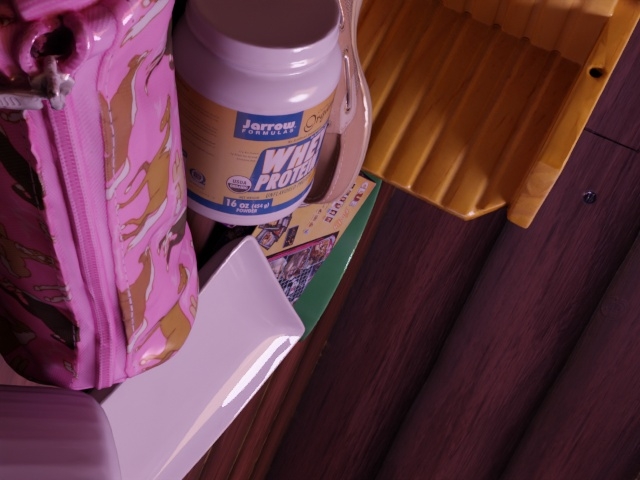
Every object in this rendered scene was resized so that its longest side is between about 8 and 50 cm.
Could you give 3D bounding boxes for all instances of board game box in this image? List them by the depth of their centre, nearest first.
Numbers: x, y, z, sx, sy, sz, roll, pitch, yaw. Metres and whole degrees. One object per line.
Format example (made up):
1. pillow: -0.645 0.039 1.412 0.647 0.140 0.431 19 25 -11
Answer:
1. board game box: -0.049 -0.005 1.169 0.165 0.042 0.243 19 109 -53

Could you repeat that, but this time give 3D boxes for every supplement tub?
1. supplement tub: -0.061 -0.126 0.782 0.144 0.144 0.200 -55 167 -40

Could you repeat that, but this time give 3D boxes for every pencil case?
1. pencil case: -0.143 -0.053 0.509 0.167 0.160 0.386 -58 170 -31

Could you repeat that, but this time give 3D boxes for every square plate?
1. square plate: -0.168 0.175 1.071 0.344 0.049 0.347 -49 158 -12

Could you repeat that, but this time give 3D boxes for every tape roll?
1. tape roll: 0.000 0.000 1.417 0.321 0.077 0.321 -156 -90 -85

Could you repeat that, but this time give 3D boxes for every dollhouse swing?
1. dollhouse swing: 0.130 -0.228 0.908 0.315 0.347 0.305 -62 171 -4

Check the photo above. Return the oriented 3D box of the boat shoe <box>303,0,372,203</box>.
1. boat shoe: -0.021 -0.169 0.909 0.110 0.121 0.341 -53 150 -46

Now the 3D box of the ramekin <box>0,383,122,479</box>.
1. ramekin: -0.205 0.216 0.542 0.277 0.135 0.277 -177 -90 -66

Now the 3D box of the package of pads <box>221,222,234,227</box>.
1. package of pads: -0.103 -0.046 1.055 0.032 0.050 0.083 -67 170 23
